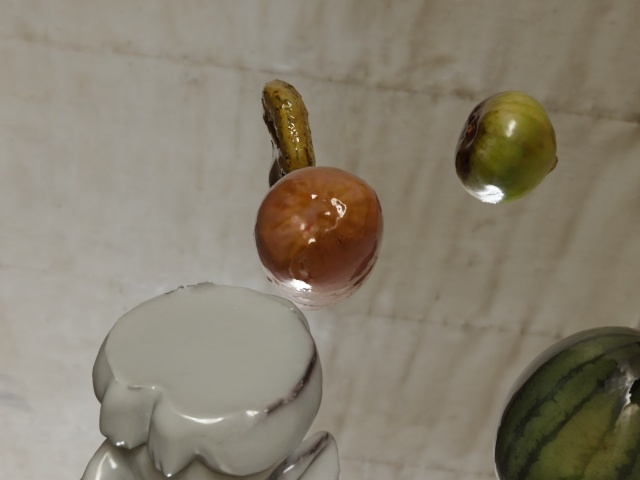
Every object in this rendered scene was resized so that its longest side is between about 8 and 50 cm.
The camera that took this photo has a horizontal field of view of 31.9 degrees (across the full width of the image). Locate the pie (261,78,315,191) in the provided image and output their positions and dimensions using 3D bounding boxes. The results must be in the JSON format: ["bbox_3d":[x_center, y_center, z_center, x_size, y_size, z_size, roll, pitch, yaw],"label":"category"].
[{"bbox_3d":[-0.047,-0.113,1.686,0.273,0.069,0.273,175,-90,-86],"label":"pie"}]

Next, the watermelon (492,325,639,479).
[{"bbox_3d":[0.400,0.294,1.651,0.359,0.279,0.279,-53,-167,17],"label":"watermelon"}]

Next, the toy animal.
[{"bbox_3d":[-0.063,0.120,0.658,0.178,0.127,0.193,-54,156,-44],"label":"toy animal"}]

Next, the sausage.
[{"bbox_3d":[0.000,0.000,0.962,0.259,0.113,0.113,87,10,-81],"label":"sausage"}]

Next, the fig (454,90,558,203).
[{"bbox_3d":[0.224,-0.114,1.354,0.153,0.121,0.136,-37,162,-53],"label":"fig"}]
